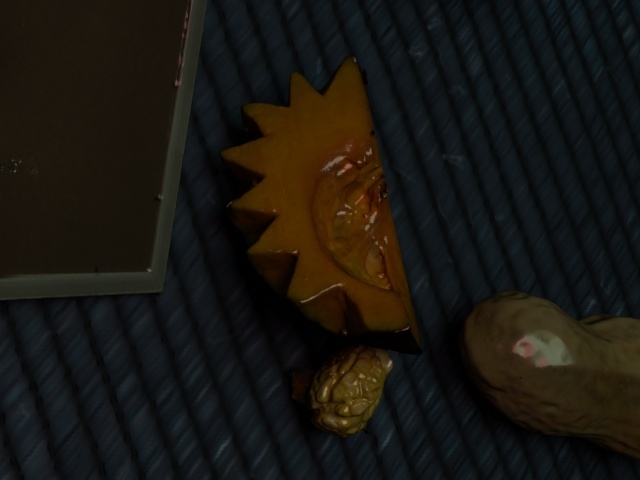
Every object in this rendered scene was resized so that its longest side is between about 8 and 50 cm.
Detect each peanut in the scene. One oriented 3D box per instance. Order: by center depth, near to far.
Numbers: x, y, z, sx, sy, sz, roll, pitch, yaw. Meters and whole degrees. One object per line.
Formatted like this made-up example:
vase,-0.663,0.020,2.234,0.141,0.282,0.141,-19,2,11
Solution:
peanut,0.231,0.112,1.541,0.274,0.111,0.125,21,60,-32

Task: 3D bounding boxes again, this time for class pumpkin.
pumpkin,0.000,0.000,1.418,0.130,0.149,0.254,-13,61,2

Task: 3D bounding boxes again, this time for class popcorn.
popcorn,0.010,0.114,1.401,0.084,0.084,0.084,12,69,-35

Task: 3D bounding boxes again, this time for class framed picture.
framed picture,-0.178,-0.101,1.251,0.231,0.018,0.293,0,103,-47
